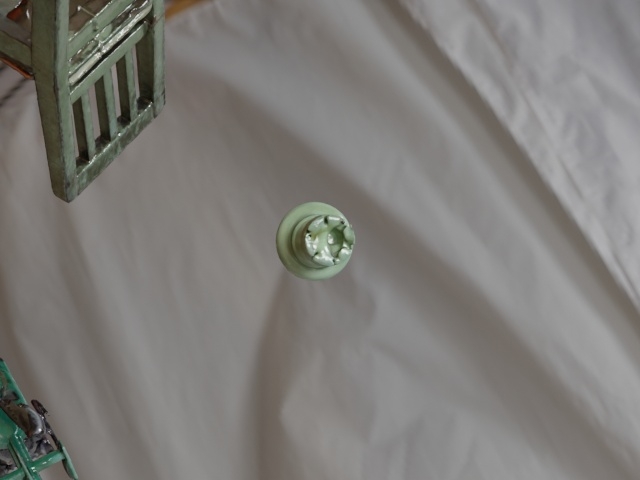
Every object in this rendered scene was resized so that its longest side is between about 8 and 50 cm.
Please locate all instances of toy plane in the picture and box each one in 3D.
[{"bbox_3d":[-0.367,0.214,1.707,0.106,0.382,0.155,-27,125,-13],"label":"toy plane"}]

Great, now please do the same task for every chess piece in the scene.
[{"bbox_3d":[0.000,0.000,1.218,0.067,0.067,0.103,-24,-178,-8],"label":"chess piece"}]

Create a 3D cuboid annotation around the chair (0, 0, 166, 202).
[{"bbox_3d":[-0.203,-0.180,1.075,0.136,0.147,0.270,-50,165,-32],"label":"chair"}]
